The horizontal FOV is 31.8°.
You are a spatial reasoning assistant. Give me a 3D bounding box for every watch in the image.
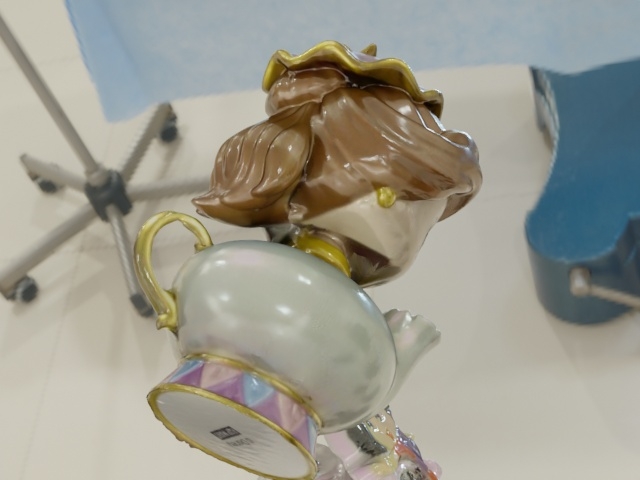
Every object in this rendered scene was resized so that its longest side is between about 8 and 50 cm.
[{"bbox_3d":[0.011,0.295,1.199,0.231,0.244,0.196,-35,4,22],"label":"watch"}]

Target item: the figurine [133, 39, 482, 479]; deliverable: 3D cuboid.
[{"bbox_3d":[0.000,0.000,0.656,0.142,0.189,0.263,-21,39,55],"label":"figurine"}]
